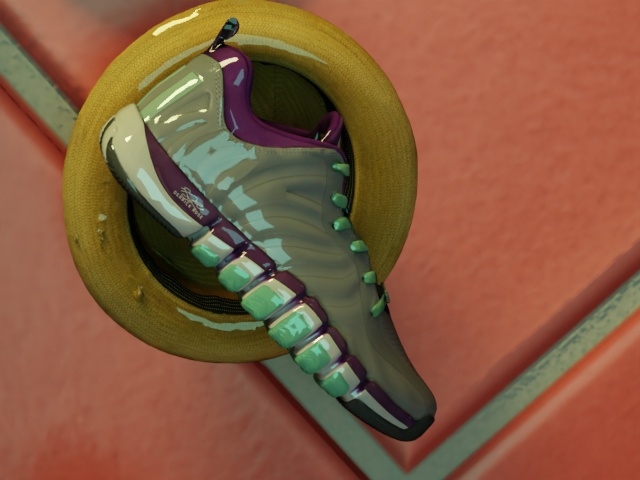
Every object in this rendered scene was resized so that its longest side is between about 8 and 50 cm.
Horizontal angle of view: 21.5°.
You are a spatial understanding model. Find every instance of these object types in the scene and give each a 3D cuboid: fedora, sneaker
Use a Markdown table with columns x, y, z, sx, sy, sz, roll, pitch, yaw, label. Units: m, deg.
| x | y | z | sx | sy | sz | roll | pitch | yaw | label |
| --- | --- | --- | --- | --- | --- | --- | --- | --- | --- |
| -0.044 | -0.034 | 0.879 | 0.194 | 0.079 | 0.194 | -3 | 110 | -8 | fedora |
| 0.000 | 0.000 | 0.814 | 0.098 | 0.083 | 0.223 | -43 | 109 | 1 | sneaker |
